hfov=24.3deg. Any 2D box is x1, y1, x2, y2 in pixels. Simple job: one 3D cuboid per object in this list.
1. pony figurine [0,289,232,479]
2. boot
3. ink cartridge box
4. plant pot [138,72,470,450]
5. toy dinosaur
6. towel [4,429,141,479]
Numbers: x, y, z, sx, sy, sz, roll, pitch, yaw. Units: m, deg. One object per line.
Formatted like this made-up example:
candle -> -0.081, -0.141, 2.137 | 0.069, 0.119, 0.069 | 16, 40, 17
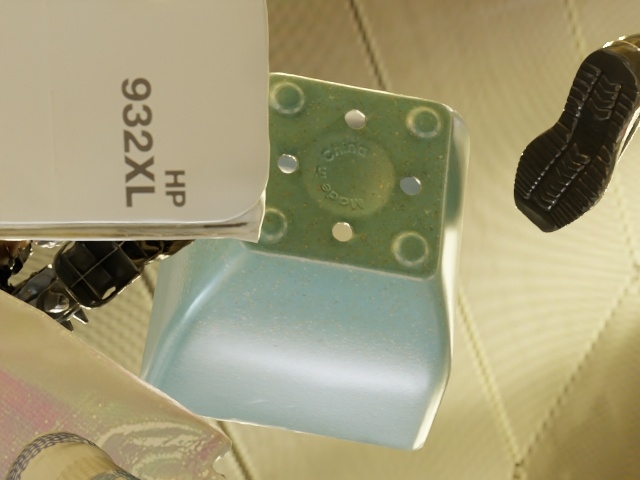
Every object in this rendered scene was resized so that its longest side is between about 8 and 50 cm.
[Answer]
pony figurine -> -0.215, 0.101, 0.356 | 0.303, 0.363, 0.351 | -43, -78, 10
boot -> 0.248, -0.100, 1.241 | 0.137, 0.077, 0.198 | -34, -18, -40
ink cartridge box -> -0.087, -0.139, 0.576 | 0.307, 0.129, 0.223 | -105, 14, -77
plant pot -> 0.000, 0.000, 1.169 | 0.252, 0.247, 0.247 | 112, 167, -66
toy dinosaur -> -0.198, 0.011, 0.839 | 0.164, 0.218, 0.322 | 24, -129, -34
towel -> -0.036, 0.148, 0.227 | 0.034, 0.285, 0.209 | 13, -93, -19
